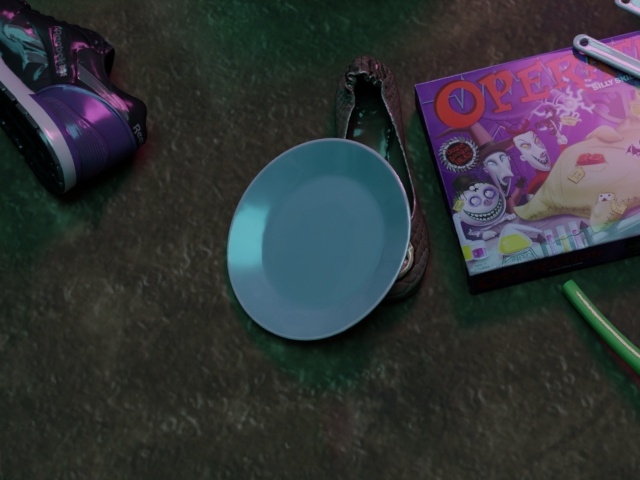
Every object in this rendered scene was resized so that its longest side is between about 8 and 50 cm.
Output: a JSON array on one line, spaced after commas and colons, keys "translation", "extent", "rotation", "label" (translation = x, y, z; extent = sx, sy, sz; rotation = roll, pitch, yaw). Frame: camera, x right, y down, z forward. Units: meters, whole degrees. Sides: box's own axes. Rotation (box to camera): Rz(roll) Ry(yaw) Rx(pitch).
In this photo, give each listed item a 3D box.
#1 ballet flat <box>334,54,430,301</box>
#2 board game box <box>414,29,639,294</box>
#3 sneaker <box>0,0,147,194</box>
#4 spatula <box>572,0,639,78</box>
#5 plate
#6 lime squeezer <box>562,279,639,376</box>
[{"translation": [0.052, -0.064, 1.339], "extent": [0.084, 0.058, 0.250], "rotation": [-6, 64, 4], "label": "ballet flat"}, {"translation": [0.278, -0.089, 1.334], "extent": [0.346, 0.056, 0.208], "rotation": [-14, 60, 0], "label": "board game box"}, {"translation": [-0.272, -0.174, 1.420], "extent": [0.124, 0.107, 0.283], "rotation": [-28, 68, -23], "label": "sneaker"}, {"translation": [0.371, -0.181, 1.335], "extent": [0.242, 0.019, 0.168], "rotation": [30, 77, 20], "label": "spatula"}, {"translation": [0.000, 0.000, 1.307], "extent": [0.188, 0.024, 0.188], "rotation": [-9, 70, 26], "label": "plate"}, {"translation": [0.336, 0.122, 1.221], "extent": [0.310, 0.059, 0.110], "rotation": [20, 69, 16], "label": "lime squeezer"}]
